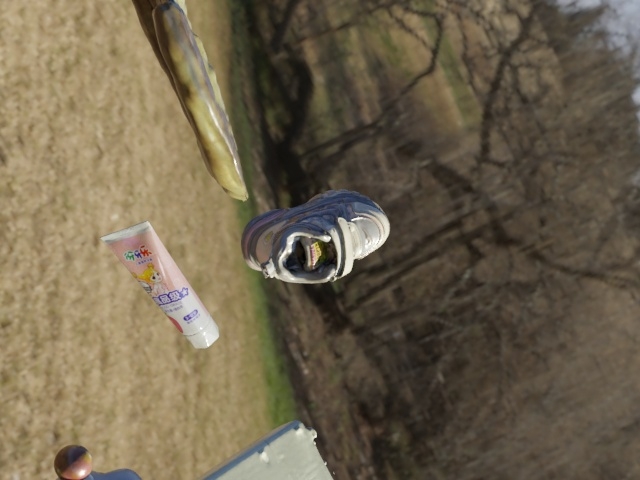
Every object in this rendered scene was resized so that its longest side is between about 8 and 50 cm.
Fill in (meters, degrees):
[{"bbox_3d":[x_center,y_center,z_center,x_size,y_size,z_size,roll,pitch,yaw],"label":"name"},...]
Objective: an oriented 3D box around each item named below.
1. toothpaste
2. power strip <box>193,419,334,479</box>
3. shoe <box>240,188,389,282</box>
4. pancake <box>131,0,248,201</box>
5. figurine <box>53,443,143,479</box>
[{"bbox_3d":[-0.184,0.054,1.340,0.194,0.067,0.043,57,26,-35],"label":"toothpaste"},{"bbox_3d":[-0.090,0.241,0.844,0.367,0.043,0.106,-23,84,-55],"label":"power strip"},{"bbox_3d":[0.000,0.000,1.305,0.092,0.180,0.089,-126,-153,-66],"label":"shoe"},{"bbox_3d":[-0.094,-0.128,0.722,0.212,0.029,0.235,76,-11,-56],"label":"pancake"},{"bbox_3d":[-0.243,0.300,1.088,0.274,0.133,0.194,58,44,-74],"label":"figurine"}]
